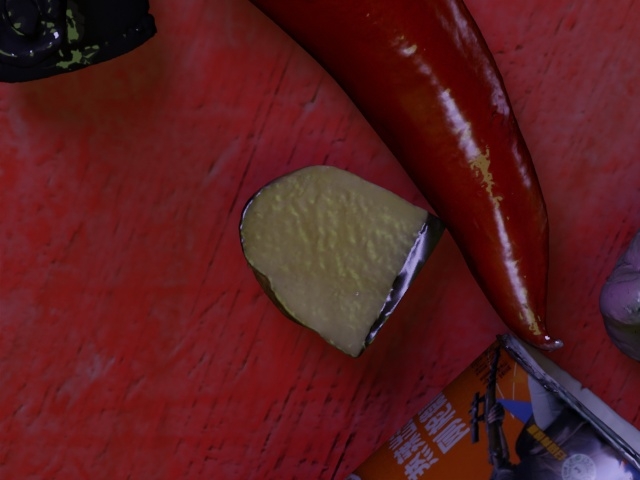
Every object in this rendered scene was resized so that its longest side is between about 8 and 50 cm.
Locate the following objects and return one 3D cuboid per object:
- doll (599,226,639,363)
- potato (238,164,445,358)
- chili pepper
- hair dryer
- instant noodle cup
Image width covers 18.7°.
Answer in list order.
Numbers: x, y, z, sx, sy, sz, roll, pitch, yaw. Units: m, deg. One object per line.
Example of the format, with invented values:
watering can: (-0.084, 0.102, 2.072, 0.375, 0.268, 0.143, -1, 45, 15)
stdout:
doll: (0.240, -0.003, 1.110, 0.149, 0.095, 0.192, 31, 105, -29)
potato: (0.000, 0.000, 1.084, 0.103, 0.066, 0.096, 37, 80, -15)
chili pepper: (0.029, -0.100, 0.999, 0.092, 0.137, 0.368, -28, 125, 31)
hair dryer: (-0.133, -0.143, 0.883, 0.089, 0.251, 0.197, -15, 116, -3)
instant noodle cup: (0.119, 0.200, 1.097, 0.296, 0.296, 0.214, 38, 95, -24)
